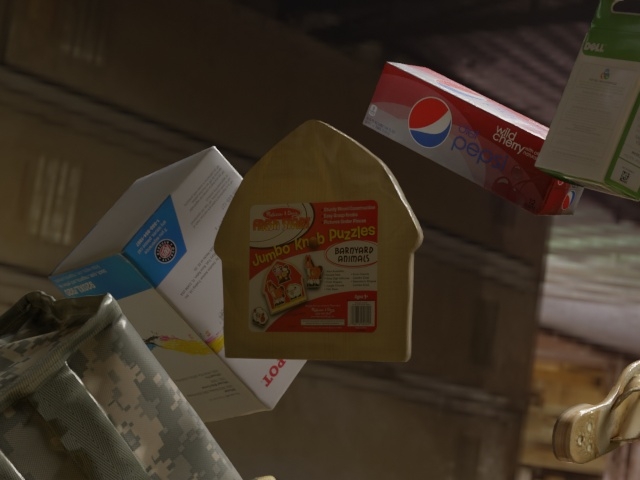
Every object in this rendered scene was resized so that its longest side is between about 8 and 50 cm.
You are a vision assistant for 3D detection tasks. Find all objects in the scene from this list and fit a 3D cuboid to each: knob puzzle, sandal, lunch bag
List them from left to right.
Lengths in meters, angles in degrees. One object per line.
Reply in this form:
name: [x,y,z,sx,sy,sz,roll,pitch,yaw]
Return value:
lunch bag: [-0.178,0.199,0.822,0.235,0.287,0.169,57,-24,-16]
knob puzzle: [0.000,0.000,1.238,0.213,0.213,0.030,3,-2,32]
sandal: [0.357,0.200,1.718,0.079,0.088,0.240,6,17,41]

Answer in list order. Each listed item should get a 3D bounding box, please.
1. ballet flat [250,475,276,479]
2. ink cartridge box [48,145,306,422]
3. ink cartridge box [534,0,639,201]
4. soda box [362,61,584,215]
ballet flat: [-0.072,0.490,2.032,0.123,0.348,0.123,-11,1,0]
ink cartridge box: [-0.127,0.054,1.623,0.232,0.171,0.168,49,-35,-17]
ink cartridge box: [0.309,-0.153,1.559,0.062,0.209,0.109,21,0,-33]
soda box: [0.182,-0.119,1.768,0.263,0.083,0.092,30,17,31]
